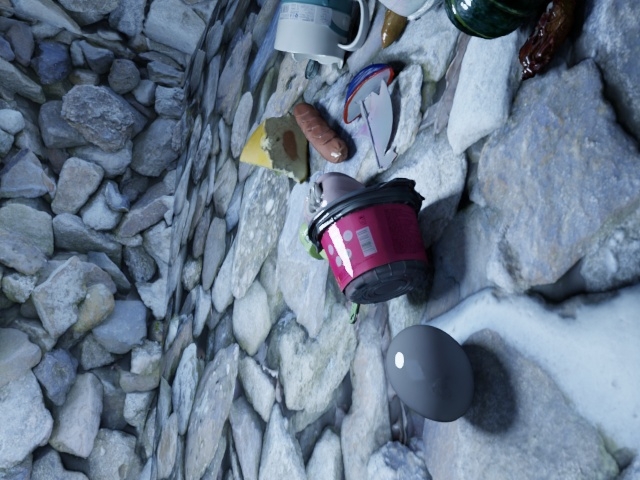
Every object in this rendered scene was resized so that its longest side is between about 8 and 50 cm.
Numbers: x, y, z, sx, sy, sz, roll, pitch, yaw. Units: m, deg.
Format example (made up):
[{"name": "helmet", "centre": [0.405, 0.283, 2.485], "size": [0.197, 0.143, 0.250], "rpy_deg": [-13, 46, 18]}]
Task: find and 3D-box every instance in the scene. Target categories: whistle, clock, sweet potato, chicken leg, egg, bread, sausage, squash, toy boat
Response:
[{"name": "whistle", "centre": [0.000, 0.000, 1.720], "size": [0.105, 0.085, 0.227], "rpy_deg": [-69, 25, 14]}, {"name": "clock", "centre": [-0.029, -0.594, 2.155], "size": [0.085, 0.017, 0.085], "rpy_deg": [-39, 44, 51]}, {"name": "sweet potato", "centre": [0.207, -0.600, 1.641], "size": [0.068, 0.060, 0.206], "rpy_deg": [41, 107, 25]}, {"name": "chicken leg", "centre": [0.414, -0.390, 1.124], "size": [0.219, 0.048, 0.089], "rpy_deg": [-67, 26, 16]}, {"name": "egg", "centre": [0.198, 0.238, 1.129], "size": [0.146, 0.146, 0.198], "rpy_deg": [-61, 36, 28]}, {"name": "bread", "centre": [-0.120, -0.314, 2.020], "size": [0.224, 0.184, 0.211], "rpy_deg": [28, 97, 62]}, {"name": "sausage", "centre": [-0.003, -0.327, 1.899], "size": [0.088, 0.088, 0.433], "rpy_deg": [-65, 27, 21]}, {"name": "squash", "centre": [0.340, -0.510, 1.185], "size": [0.252, 0.165, 0.252], "rpy_deg": [-163, 90, -76]}, {"name": "toy boat", "centre": [0.144, -0.343, 1.629], "size": [0.219, 0.072, 0.318], "rpy_deg": [-65, 31, 29]}]

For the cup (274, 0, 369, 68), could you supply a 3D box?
[{"name": "cup", "centre": [0.011, -0.664, 1.887], "size": [0.290, 0.219, 0.257], "rpy_deg": [17, 105, 28]}]

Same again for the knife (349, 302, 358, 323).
[{"name": "knife", "centre": [0.096, 0.106, 1.554], "size": [0.030, 0.014, 0.207], "rpy_deg": [6, 83, 62]}]

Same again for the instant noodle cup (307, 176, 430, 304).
[{"name": "instant noodle cup", "centre": [0.117, 0.023, 1.322], "size": [0.302, 0.258, 0.181], "rpy_deg": [121, 138, -56]}]

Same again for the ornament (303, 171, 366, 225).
[{"name": "ornament", "centre": [0.034, -0.089, 1.607], "size": [0.177, 0.177, 0.177], "rpy_deg": [-39, 44, 51]}]

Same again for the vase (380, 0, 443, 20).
[{"name": "vase", "centre": [0.283, -0.708, 1.361], "size": [0.445, 0.250, 0.250], "rpy_deg": [-42, 41, 42]}]
